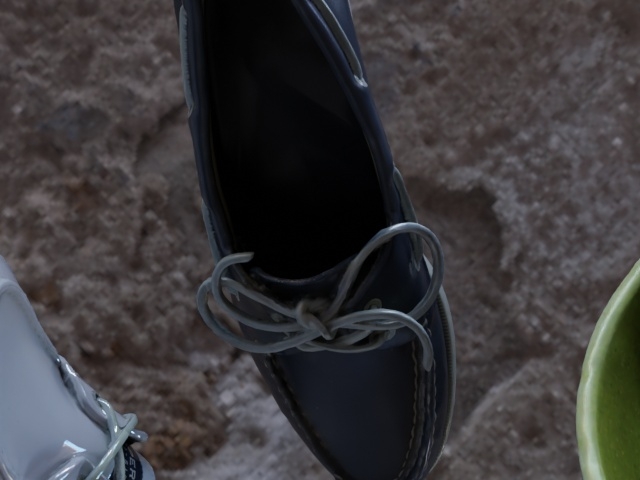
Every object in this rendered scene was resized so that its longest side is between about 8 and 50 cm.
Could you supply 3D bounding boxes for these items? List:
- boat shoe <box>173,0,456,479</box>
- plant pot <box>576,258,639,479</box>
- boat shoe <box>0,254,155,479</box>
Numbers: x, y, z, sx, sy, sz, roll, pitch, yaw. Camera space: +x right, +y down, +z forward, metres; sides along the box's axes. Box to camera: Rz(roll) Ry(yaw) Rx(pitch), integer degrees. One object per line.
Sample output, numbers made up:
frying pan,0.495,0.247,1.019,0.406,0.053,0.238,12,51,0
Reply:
boat shoe,0.000,0.000,0.449,0.079,0.095,0.254,-75,157,-69
plant pot,0.300,0.131,0.556,0.276,0.276,0.254,38,-11,50
boat shoe,-0.095,0.078,0.404,0.075,0.083,0.226,7,-37,4
